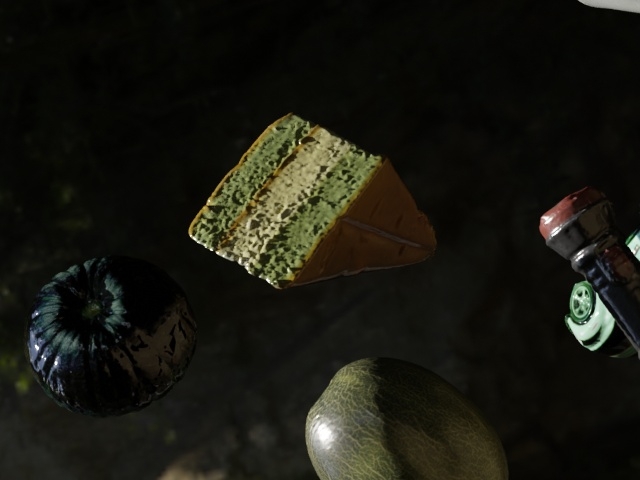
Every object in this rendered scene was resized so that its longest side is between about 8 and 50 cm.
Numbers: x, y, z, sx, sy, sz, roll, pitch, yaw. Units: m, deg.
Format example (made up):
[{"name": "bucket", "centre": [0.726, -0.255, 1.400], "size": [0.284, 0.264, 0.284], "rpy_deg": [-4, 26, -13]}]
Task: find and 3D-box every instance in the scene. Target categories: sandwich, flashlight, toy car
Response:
[{"name": "sandwich", "centre": [0.000, 0.000, 1.317], "size": [0.144, 0.117, 0.187], "rpy_deg": [-53, -32, -11]}, {"name": "flashlight", "centre": [0.345, 0.051, 1.784], "size": [0.232, 0.093, 0.093], "rpy_deg": [56, -165, 14]}, {"name": "toy car", "centre": [0.416, 0.051, 1.869], "size": [0.136, 0.306, 0.125], "rpy_deg": [8, -136, -25]}]

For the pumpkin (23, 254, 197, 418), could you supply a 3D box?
[{"name": "pumpkin", "centre": [-0.238, 0.110, 1.787], "size": [0.140, 0.202, 0.202], "rpy_deg": [69, -163, -52]}]

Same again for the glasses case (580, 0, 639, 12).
[{"name": "glasses case", "centre": [0.433, -0.306, 1.753], "size": [0.083, 0.308, 0.128], "rpy_deg": [63, -140, -68]}]

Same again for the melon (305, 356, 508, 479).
[{"name": "melon", "centre": [0.126, 0.307, 2.271], "size": [0.302, 0.237, 0.237], "rpy_deg": [35, -158, 4]}]
